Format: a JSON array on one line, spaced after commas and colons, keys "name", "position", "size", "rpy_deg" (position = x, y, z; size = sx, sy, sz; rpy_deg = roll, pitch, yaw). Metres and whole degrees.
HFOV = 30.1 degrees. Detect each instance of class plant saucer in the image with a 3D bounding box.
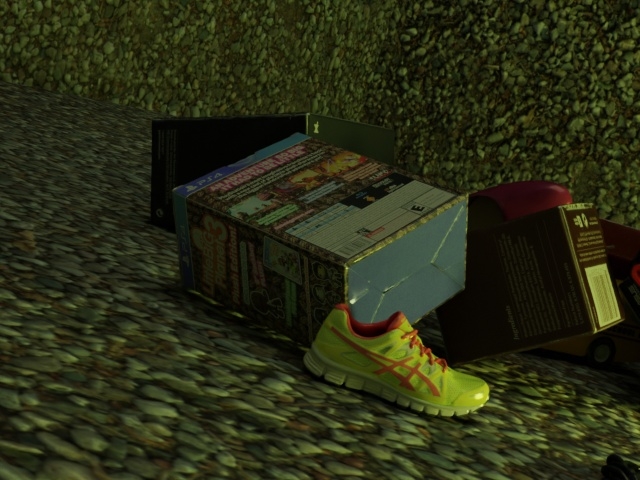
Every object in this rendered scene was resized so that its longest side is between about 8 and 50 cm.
[{"name": "plant saucer", "position": [0.454, 0.036, 2.023], "size": [0.259, 0.048, 0.258], "rpy_deg": [17, -22, 4]}]

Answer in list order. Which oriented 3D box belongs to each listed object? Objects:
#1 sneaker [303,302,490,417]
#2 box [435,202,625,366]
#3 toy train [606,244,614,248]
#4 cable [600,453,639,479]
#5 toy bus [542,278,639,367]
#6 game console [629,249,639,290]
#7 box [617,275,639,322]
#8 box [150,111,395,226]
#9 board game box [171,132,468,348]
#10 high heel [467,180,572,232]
[{"name": "sneaker", "position": [0.091, 0.128, 1.299], "size": [0.208, 0.094, 0.081], "rpy_deg": [17, 9, -3]}, {"name": "box", "position": [0.268, 0.057, 1.566], "size": [0.203, 0.167, 0.168], "rpy_deg": [-17, -5, 26]}, {"name": "toy train", "position": [0.384, 0.062, 1.975], "size": [0.248, 0.105, 0.143], "rpy_deg": [-16, -19, 23]}, {"name": "cable", "position": [0.351, 0.252, 1.177], "size": [0.150, 0.047, 0.184], "rpy_deg": [19, 10, 16]}, {"name": "toy bus", "position": [0.365, 0.108, 1.824], "size": [0.332, 0.130, 0.108], "rpy_deg": [13, 9, -24]}, {"name": "game console", "position": [0.600, 0.105, 1.711], "size": [0.342, 0.060, 0.386], "rpy_deg": [45, 30, 6]}, {"name": "box", "position": [0.603, 0.153, 1.776], "size": [0.307, 0.076, 0.242], "rpy_deg": [6, 49, -48]}, {"name": "box", "position": [-0.073, -0.104, 1.929], "size": [0.294, 0.183, 0.296], "rpy_deg": [0, 0, 31]}, {"name": "board game box", "position": [0.000, 0.000, 1.482], "size": [0.291, 0.141, 0.232], "rpy_deg": [23, 38, 37]}, {"name": "high heel", "position": [0.171, 0.000, 1.711], "size": [0.377, 0.127, 0.181], "rpy_deg": [-26, -18, 23]}]
